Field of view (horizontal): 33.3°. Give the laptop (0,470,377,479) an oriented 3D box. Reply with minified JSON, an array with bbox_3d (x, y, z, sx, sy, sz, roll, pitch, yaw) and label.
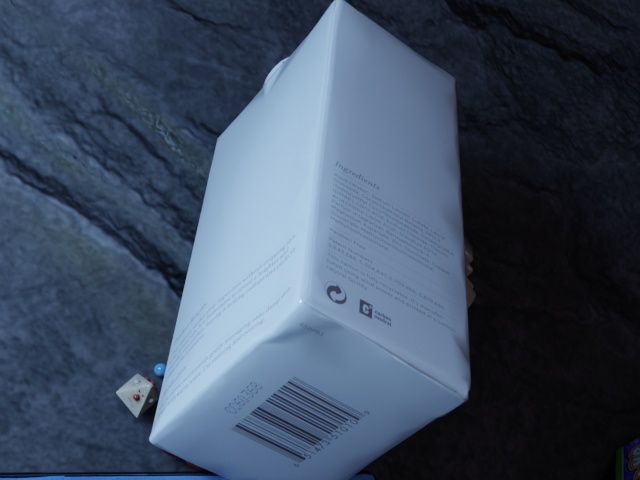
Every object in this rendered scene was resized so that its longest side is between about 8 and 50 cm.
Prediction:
[{"bbox_3d":[-0.033,0.364,0.786,0.382,0.408,0.236,7,101,-32],"label":"laptop"}]

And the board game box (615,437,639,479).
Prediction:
[{"bbox_3d":[0.404,0.264,1.034,0.078,0.233,0.347,51,23,-5],"label":"board game box"}]

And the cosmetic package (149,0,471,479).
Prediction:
[{"bbox_3d":[0.000,0.000,0.907,0.156,0.217,0.385,31,41,-20],"label":"cosmetic package"}]

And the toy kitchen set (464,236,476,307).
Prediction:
[{"bbox_3d":[0.055,0.037,1.088,0.122,0.166,0.207,50,15,-7],"label":"toy kitchen set"}]

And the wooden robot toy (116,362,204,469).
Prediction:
[{"bbox_3d":[-0.085,0.153,0.925,0.173,0.079,0.076,32,49,-19],"label":"wooden robot toy"}]
